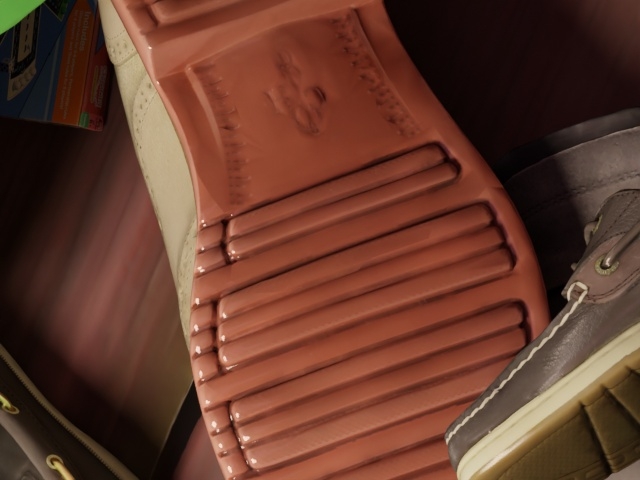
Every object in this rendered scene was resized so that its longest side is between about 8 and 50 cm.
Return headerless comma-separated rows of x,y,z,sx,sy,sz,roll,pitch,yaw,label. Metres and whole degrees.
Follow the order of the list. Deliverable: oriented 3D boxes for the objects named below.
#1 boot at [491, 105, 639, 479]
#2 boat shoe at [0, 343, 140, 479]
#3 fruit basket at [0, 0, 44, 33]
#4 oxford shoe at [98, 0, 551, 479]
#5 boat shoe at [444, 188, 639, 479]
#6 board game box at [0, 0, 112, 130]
0.232,0.034,0.766,0.338,0.118,0.222,-5,80,15,boot
-0.169,0.090,0.920,0.228,0.069,0.081,34,98,18,boat shoe
-0.214,-0.084,0.802,0.283,0.392,0.392,-40,73,-15,fruit basket
0.000,0.000,0.836,0.140,0.146,0.397,-13,77,-9,oxford shoe
0.131,0.011,0.731,0.223,0.080,0.073,-39,59,6,boat shoe
-0.151,-0.200,0.955,0.145,0.027,0.281,9,89,21,board game box
